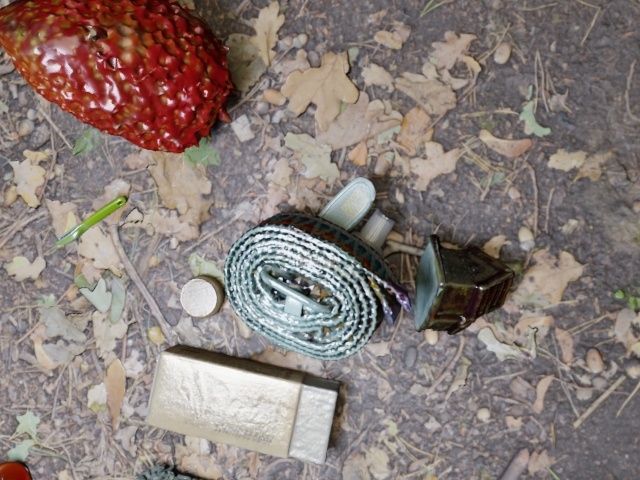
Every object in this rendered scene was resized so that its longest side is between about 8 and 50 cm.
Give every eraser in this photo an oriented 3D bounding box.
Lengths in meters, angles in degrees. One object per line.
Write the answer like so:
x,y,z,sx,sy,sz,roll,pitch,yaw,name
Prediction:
-0.142,0.301,0.902,0.343,0.078,0.144,11,91,7,eraser

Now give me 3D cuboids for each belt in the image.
-0.014,0.081,0.802,0.295,0.160,0.207,32,109,6,belt

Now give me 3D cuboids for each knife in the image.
-0.470,-0.035,0.981,0.184,0.022,0.026,-33,60,7,knife

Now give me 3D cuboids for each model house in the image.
0.251,0.091,0.854,0.152,0.106,0.165,6,126,-4,model house

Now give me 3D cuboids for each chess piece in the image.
-0.231,0.110,0.938,0.083,0.038,0.084,0,89,5,chess piece

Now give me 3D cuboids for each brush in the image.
0.000,0.000,0.906,0.297,0.060,0.068,-44,67,17,brush

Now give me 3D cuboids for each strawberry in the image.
-0.317,-0.287,0.807,0.292,0.343,0.292,3,97,24,strawberry

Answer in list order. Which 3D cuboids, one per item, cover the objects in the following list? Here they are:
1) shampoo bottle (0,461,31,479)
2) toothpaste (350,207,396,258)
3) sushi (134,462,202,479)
-0.729,0.538,0.961,0.278,0.104,0.104,-23,86,6,shampoo bottle
0.044,0.066,0.895,0.099,0.068,0.283,40,102,34,toothpaste
-0.254,0.515,0.885,0.225,0.136,0.126,21,100,3,sushi
